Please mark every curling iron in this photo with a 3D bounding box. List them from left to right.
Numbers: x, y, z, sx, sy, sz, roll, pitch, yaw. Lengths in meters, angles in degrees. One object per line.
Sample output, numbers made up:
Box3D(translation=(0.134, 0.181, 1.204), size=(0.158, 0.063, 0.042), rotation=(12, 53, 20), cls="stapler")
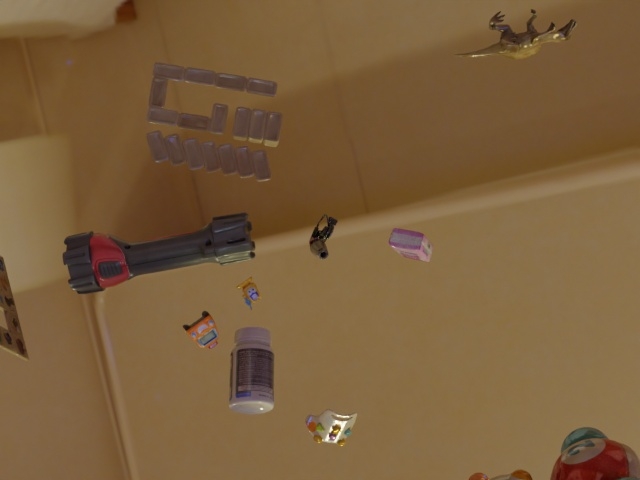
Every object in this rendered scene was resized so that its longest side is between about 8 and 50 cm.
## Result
Box3D(translation=(0.000, 0.000, 1.888), size=(0.035, 0.068, 0.274), rotation=(29, -171, -3), cls="curling iron")

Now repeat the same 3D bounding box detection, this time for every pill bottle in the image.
Box3D(translation=(-0.118, 0.223, 1.778), size=(0.078, 0.137, 0.078), rotation=(0, 154, 0), cls="pill bottle")

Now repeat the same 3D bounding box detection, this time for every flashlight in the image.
Box3D(translation=(-0.261, 0.015, 1.694), size=(0.304, 0.103, 0.103), rotation=(-11, 160, 1), cls="flashlight")

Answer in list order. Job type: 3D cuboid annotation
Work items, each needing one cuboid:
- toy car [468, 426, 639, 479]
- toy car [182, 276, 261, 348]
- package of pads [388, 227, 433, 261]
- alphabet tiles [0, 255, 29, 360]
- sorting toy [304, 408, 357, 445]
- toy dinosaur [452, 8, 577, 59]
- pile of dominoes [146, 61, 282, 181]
Box3D(translation=(0.283, 0.347, 1.346), size=(0.238, 0.210, 0.219), rotation=(12, -171, -5), cls="toy car")
Box3D(translation=(-0.107, 0.087, 1.211), size=(0.122, 0.040, 0.060), rotation=(-35, -176, -28), cls="toy car")
Box3D(translation=(0.134, 0.006, 1.524), size=(0.050, 0.032, 0.083), rotation=(13, 172, 19), cls="package of pads")
Box3D(translation=(-0.535, 0.060, 1.626), size=(0.009, 0.237, 0.198), rotation=(-24, 155, 4), cls="alphabet tiles")
Box3D(translation=(0.025, 0.303, 1.721), size=(0.083, 0.045, 0.075), rotation=(10, 138, -16), cls="sorting toy")
Box3D(translation=(0.268, -0.277, 1.450), size=(0.183, 0.053, 0.092), rotation=(-10, 158, 19), cls="toy dinosaur")
Box3D(translation=(-0.200, -0.217, 1.930), size=(0.251, 0.196, 0.040), rotation=(9, 169, -5), cls="pile of dominoes")
